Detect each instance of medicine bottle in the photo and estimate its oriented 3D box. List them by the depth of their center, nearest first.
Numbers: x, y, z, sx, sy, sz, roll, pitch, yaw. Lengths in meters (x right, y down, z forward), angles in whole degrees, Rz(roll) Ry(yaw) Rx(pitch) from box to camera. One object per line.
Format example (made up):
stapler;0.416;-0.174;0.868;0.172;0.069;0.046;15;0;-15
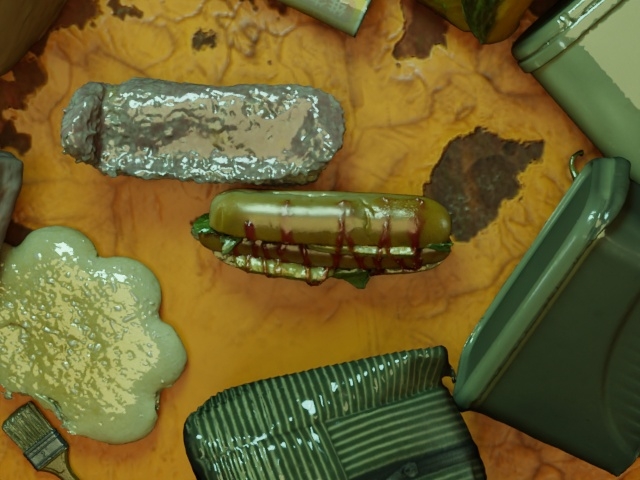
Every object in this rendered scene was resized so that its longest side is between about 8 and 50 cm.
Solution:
medicine bottle;-0.052;-0.267;1.433;0.218;0.074;0.074;25;97;-1

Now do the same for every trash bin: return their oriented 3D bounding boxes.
trash bin;0.341;-0.161;1.393;0.243;0.121;0.247;-39;95;7

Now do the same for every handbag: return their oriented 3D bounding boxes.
handbag;0.026;0.223;1.362;0.240;0.340;0.247;-22;81;-5

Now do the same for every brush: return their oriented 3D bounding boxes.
brush;-0.256;0.238;1.531;0.043;0.014;0.170;-39;94;5

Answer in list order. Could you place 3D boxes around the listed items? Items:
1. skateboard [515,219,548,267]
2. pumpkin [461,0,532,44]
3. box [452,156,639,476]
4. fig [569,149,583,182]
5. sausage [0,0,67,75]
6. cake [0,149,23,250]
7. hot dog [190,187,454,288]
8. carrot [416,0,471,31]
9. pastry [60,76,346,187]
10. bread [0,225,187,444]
skateboard;0.239;0.027;1.466;0.083;0.032;0.064;34;107;2
pumpkin;0.214;-0.352;1.356;0.258;0.095;0.290;-25;56;23
box;0.261;0.074;1.389;0.178;0.138;0.274;29;122;-4
fig;0.261;-0.048;1.449;0.050;0.050;0.083;-29;73;7
sausage;-0.368;-0.309;1.372;0.287;0.233;0.233;32;97;0
cake;-0.469;-0.011;1.396;0.309;0.237;0.230;14;94;13
hot dog;0.000;0.000;1.442;0.250;0.104;0.076;2;57;1
carrot;0.039;-0.303;1.425;0.314;0.066;0.066;36;97;0
pastry;-0.112;-0.102;1.439;0.265;0.112;0.102;5;87;-8
bread;-0.253;0.085;1.500;0.251;0.039;0.181;29;98;2
